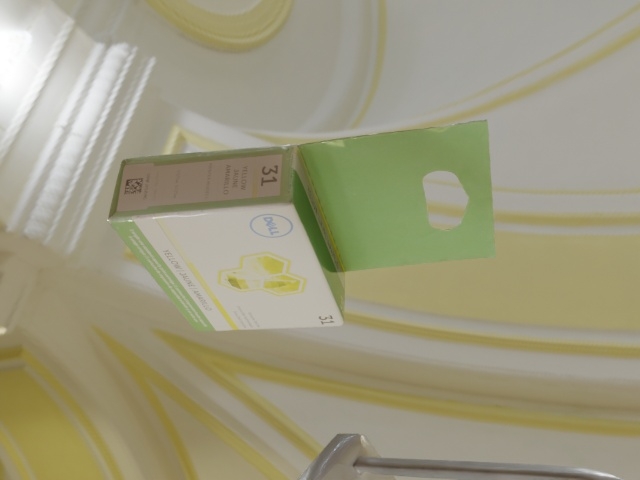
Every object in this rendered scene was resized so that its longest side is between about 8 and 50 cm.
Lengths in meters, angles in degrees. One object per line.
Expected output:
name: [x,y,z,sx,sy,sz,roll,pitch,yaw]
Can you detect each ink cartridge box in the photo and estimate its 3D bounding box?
ink cartridge box: [0.000,0.000,0.574,0.235,0.171,0.056,-3,-121,12]

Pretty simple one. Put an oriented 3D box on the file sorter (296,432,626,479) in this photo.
file sorter: [0.024,0.228,0.268,0.277,0.193,0.173,-41,-165,-35]
